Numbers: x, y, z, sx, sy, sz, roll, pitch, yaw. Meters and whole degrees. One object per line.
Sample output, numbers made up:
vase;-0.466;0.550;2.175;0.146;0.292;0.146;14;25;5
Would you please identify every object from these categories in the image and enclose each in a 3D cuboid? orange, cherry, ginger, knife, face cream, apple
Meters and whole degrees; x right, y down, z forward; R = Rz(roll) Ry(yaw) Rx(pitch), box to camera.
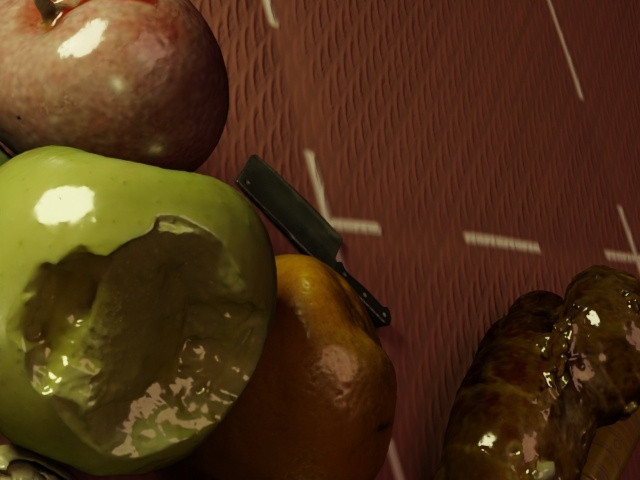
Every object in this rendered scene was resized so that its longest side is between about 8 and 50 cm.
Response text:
orange;-0.040;0.128;1.341;0.183;0.249;0.249;5;61;-22
cherry;-0.205;-0.153;1.318;0.236;0.213;0.285;47;-5;33
ginger;0.274;0.180;1.670;0.176;0.254;0.418;55;42;-18
knife;0.000;0.000;1.637;0.245;0.019;0.072;47;38;-16
face cream;0.327;0.288;1.785;0.078;0.078;0.273;56;37;-8
apple;-0.172;0.049;1.175;0.279;0.279;0.279;28;48;-36

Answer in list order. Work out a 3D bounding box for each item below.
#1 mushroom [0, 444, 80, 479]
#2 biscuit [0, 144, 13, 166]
mushroom;-0.232;0.231;1.130;0.154;0.122;0.154;22;50;-28
biscuit;-0.370;-0.143;1.241;0.322;0.099;0.038;42;81;-24
